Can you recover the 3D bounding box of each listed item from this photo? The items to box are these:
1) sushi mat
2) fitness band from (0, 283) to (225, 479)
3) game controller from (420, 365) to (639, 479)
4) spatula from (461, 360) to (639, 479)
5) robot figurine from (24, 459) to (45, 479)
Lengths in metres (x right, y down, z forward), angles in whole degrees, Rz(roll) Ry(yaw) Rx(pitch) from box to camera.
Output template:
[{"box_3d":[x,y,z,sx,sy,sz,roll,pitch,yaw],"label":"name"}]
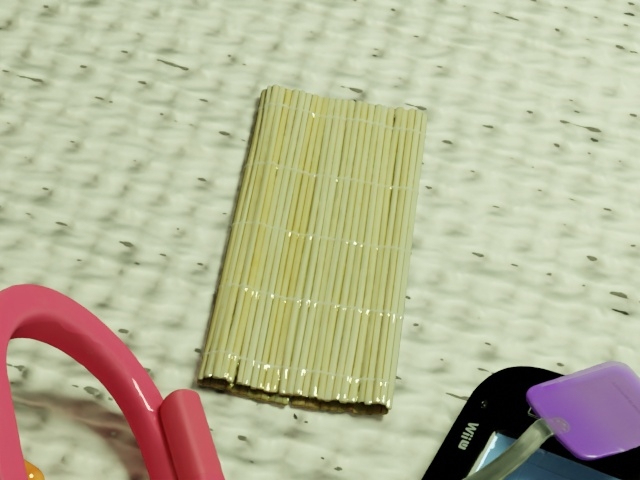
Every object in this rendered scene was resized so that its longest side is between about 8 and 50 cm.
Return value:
[{"box_3d":[0.000,0.000,1.312,0.151,0.019,0.316,9,52,1],"label":"sushi mat"},{"box_3d":[-0.155,0.156,1.080,0.209,0.054,0.291,22,36,-43],"label":"fitness band"},{"box_3d":[0.132,0.223,1.118,0.166,0.067,0.319,25,54,14],"label":"game controller"},{"box_3d":[0.113,0.165,1.125,0.296,0.030,0.084,-26,46,-14],"label":"spatula"},{"box_3d":[-0.270,0.209,1.062,0.219,0.128,0.158,33,30,21],"label":"robot figurine"}]
